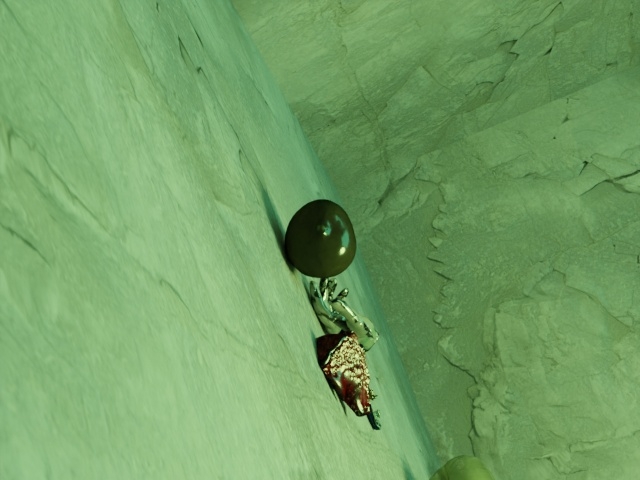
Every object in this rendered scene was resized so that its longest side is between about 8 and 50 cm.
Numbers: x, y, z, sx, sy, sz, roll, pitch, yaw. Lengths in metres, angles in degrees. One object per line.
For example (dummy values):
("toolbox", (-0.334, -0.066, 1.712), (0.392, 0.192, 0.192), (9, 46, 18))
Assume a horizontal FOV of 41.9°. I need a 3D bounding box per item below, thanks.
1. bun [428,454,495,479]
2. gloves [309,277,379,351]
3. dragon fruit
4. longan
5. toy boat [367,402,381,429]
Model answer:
("bun", (0.402, 0.786, 2.315), (0.365, 0.219, 0.365), (161, -90, -81))
("gloves", (0.044, 0.177, 2.000), (0.212, 0.111, 0.127), (37, 20, -13))
("dragon fruit", (0.067, 0.290, 1.794), (0.122, 0.092, 0.192), (-79, 146, -79))
("longan", (0.000, 0.000, 1.896), (0.189, 0.189, 0.189), (-22, 90, -84))
("toy boat", (0.138, 0.446, 2.128), (0.038, 0.038, 0.083), (-100, 167, -64))
